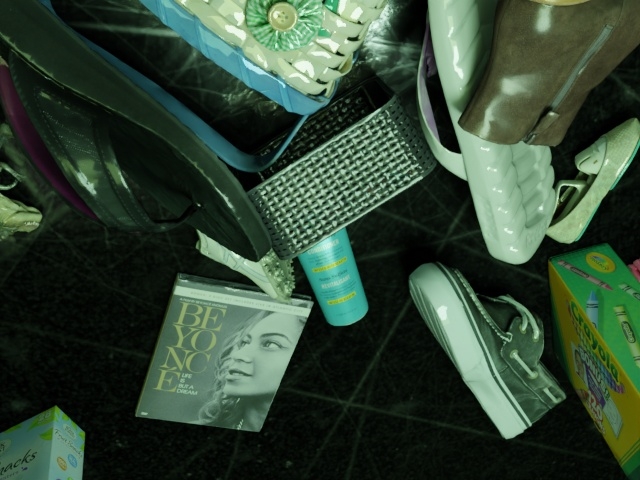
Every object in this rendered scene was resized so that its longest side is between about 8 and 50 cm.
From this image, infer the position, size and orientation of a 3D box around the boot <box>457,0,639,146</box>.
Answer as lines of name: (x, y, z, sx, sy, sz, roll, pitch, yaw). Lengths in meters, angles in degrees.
boot: (0.248, -0.183, 0.786, 0.249, 0.090, 0.206, -3, 128, -30)

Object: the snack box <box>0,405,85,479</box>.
snack box: (-0.371, 0.318, 1.037, 0.175, 0.207, 0.070, -27, 124, 7)

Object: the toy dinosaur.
toy dinosaur: (-0.339, -0.107, 0.846, 0.118, 0.064, 0.268, -26, 122, 15)

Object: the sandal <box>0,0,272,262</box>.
sandal: (-0.232, -0.109, 0.782, 0.446, 0.168, 0.107, 42, 73, -19)

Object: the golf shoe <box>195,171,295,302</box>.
golf shoe: (-0.091, 0.003, 0.977, 0.086, 0.069, 0.176, -15, 124, 23)

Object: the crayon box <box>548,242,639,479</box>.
crayon box: (0.354, 0.150, 1.019, 0.081, 0.278, 0.165, -15, 125, -2)

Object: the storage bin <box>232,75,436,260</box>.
storage bin: (0.010, -0.073, 0.880, 0.180, 0.122, 0.084, -33, 111, 6)

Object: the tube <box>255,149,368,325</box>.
tube: (0.000, 0.000, 0.994, 0.080, 0.052, 0.207, -23, 118, -4)

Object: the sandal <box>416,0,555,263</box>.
sandal: (0.146, -0.147, 0.879, 0.102, 0.169, 0.416, 7, 129, 34)

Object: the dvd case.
dvd case: (-0.121, 0.144, 1.082, 0.165, 0.018, 0.221, 11, 121, -18)

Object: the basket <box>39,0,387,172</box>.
basket: (-0.080, -0.210, 0.738, 0.255, 0.201, 0.289, 33, 134, -15)

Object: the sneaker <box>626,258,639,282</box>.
sneaker: (0.425, 0.030, 1.098, 0.057, 0.047, 0.119, 22, 125, -31)

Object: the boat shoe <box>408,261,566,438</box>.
boat shoe: (0.211, 0.118, 1.084, 0.119, 0.121, 0.335, -34, 135, 3)

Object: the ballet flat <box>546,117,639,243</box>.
ballet flat: (0.301, -0.067, 0.999, 0.052, 0.057, 0.168, 18, 119, -10)
